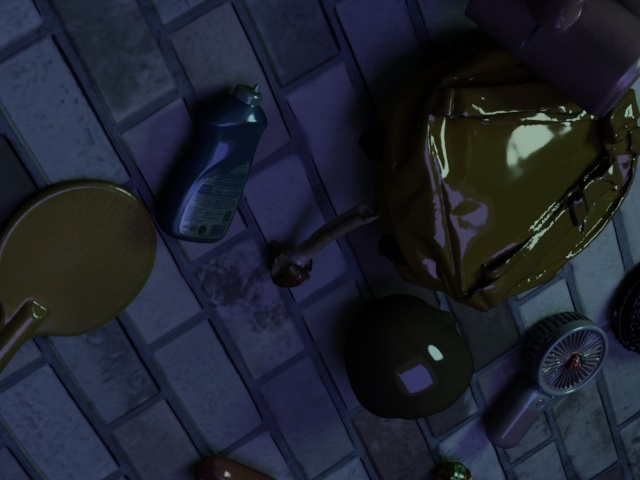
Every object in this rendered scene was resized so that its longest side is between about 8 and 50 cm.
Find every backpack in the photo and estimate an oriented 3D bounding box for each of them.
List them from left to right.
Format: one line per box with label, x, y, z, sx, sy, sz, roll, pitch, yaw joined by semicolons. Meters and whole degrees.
backpack;0.235;-0.093;1.831;0.378;0.201;0.353;-17;116;-27

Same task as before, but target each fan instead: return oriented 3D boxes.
fan;0.340;0.218;2.189;0.130;0.074;0.244;24;106;-40

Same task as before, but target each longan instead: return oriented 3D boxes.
longan;0.117;0.163;1.959;0.189;0.189;0.189;-16;126;-23

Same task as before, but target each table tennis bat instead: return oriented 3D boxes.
table tennis bat;-0.327;0.065;1.698;0.321;0.050;0.198;-49;131;0

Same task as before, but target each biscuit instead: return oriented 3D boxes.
biscuit;0.542;0.099;2.249;0.195;0.053;0.194;-15;125;-23

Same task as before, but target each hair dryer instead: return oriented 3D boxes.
hair dryer;0.279;-0.256;1.573;0.125;0.210;0.352;-50;175;1

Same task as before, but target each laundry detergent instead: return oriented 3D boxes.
laundry detergent;-0.121;-0.097;1.708;0.097;0.061;0.206;12;112;-34

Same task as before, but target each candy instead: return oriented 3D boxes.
candy;0.198;0.425;2.261;0.061;0.060;0.201;-13;133;-25

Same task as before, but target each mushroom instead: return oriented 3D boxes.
mushroom;0.000;0.000;1.807;0.061;0.060;0.187;25;133;-33

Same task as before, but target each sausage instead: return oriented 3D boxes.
sausage;-0.111;0.346;2.003;0.154;0.062;0.062;31;101;-41

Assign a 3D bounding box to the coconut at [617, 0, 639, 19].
coconut;0.428;-0.391;1.706;0.298;0.309;0.297;3;78;-17
